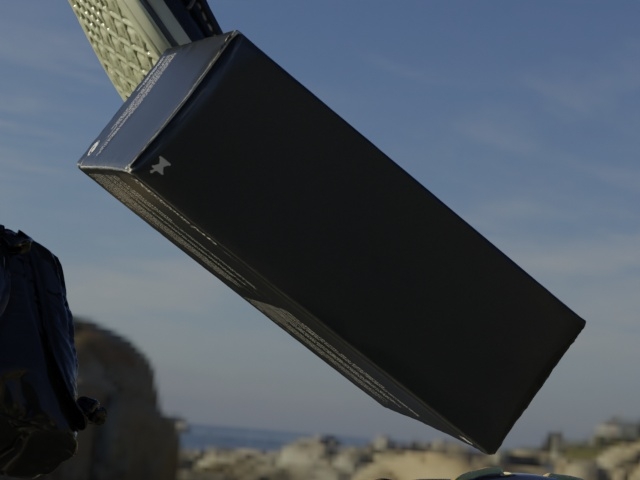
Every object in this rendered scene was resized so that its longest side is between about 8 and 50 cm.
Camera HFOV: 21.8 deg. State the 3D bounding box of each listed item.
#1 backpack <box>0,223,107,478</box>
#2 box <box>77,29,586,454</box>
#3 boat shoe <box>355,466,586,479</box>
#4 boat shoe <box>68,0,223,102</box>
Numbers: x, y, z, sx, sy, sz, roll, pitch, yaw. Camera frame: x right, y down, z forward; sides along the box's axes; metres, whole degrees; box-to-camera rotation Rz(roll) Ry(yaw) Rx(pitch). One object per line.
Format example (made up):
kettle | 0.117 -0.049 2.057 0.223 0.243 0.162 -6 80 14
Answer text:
backpack | -0.246 0.073 1.201 0.115 0.182 0.152 -34 -45 24
box | 0.000 0.000 0.974 0.261 0.103 0.184 39 -6 -16
boat shoe | 0.124 0.174 0.828 0.096 0.117 0.324 -15 -24 41
boat shoe | -0.160 -0.267 1.504 0.156 0.500 0.187 -28 -8 -19
